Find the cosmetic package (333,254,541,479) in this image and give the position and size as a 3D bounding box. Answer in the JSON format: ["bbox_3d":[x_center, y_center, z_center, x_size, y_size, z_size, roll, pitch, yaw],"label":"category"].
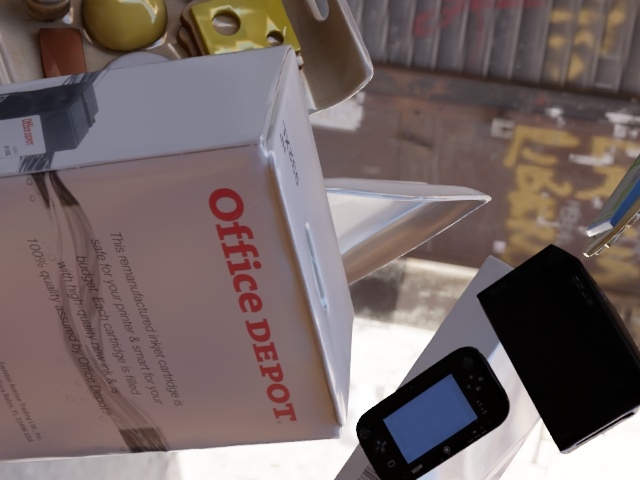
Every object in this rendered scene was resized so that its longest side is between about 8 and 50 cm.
[{"bbox_3d":[0.213,0.240,1.583,0.377,0.097,0.284,-54,143,-4],"label":"cosmetic package"}]

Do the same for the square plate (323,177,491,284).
[{"bbox_3d":[0.000,0.000,1.491,0.344,0.347,0.049,-1,66,-47],"label":"square plate"}]

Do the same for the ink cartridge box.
[{"bbox_3d":[-0.147,0.018,0.704,0.129,0.308,0.223,-81,161,-54],"label":"ink cartridge box"}]

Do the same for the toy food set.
[{"bbox_3d":[-0.130,-0.192,0.937,0.092,0.306,0.219,124,-54,-67],"label":"toy food set"}]

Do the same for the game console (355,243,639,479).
[{"bbox_3d":[0.199,0.182,1.310,0.044,0.361,0.213,17,41,-53],"label":"game console"}]

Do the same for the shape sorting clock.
[{"bbox_3d":[0.389,-0.061,1.347,0.206,0.040,0.206,-55,175,-7],"label":"shape sorting clock"}]
